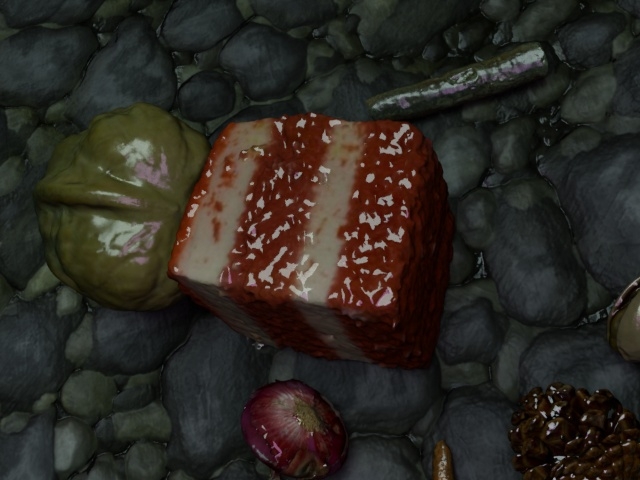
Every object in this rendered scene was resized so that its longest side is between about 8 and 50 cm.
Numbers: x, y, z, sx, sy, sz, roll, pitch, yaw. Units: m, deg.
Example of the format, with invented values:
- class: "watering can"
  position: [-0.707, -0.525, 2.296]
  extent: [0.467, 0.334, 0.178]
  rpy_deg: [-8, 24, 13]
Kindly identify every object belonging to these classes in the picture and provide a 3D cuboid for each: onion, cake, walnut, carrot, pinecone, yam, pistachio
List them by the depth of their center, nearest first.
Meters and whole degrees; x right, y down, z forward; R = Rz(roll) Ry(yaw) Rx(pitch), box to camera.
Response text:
- class: "pinecone"
  position: [0.296, 0.242, 1.084]
  extent: [0.173, 0.173, 0.173]
  rpy_deg: [-7, 64, 15]
- class: "carrot"
  position: [0.163, 0.342, 1.139]
  extent: [0.047, 0.047, 0.191]
  rpy_deg: [-12, 59, 13]
- class: "pistachio"
  position: [0.423, 0.091, 1.140]
  extent: [0.149, 0.113, 0.113]
  rpy_deg: [-41, 59, 14]
- class: "onion"
  position: [-0.046, 0.268, 1.209]
  extent: [0.150, 0.150, 0.140]
  rpy_deg: [52, 126, 30]
- class: "cake"
  position: [0.000, 0.000, 1.219]
  extent: [0.319, 0.269, 0.270]
  rpy_deg: [7, 69, 20]
- class: "walnut"
  position: [-0.270, -0.047, 1.324]
  extent: [0.277, 0.253, 0.282]
  rpy_deg: [3, 56, 53]
- class: "yam"
  position: [0.202, -0.230, 1.380]
  extent: [0.274, 0.061, 0.061]
  rpy_deg: [-16, 62, 12]
